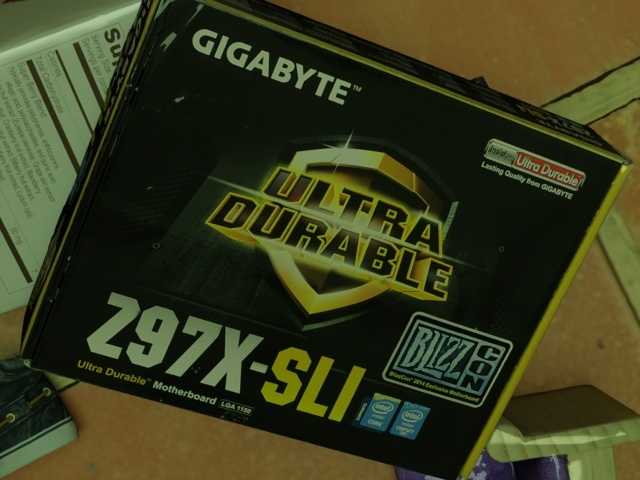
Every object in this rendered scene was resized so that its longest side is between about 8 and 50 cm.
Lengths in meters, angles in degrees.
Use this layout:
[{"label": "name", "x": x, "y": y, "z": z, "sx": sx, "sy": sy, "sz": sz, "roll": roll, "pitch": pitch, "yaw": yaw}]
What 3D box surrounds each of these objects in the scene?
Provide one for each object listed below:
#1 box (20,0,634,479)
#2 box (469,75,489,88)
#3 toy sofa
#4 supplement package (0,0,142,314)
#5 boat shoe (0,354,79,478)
[{"label": "box", "x": 0.000, "y": 0.000, "z": 0.791, "sx": 0.322, "sy": 0.079, "sz": 0.257, "roll": 19, "pitch": 110, "yaw": -19}, {"label": "box", "x": 0.065, "y": -0.009, "z": 0.930, "sx": 0.207, "sy": 0.108, "sz": 0.153, "roll": -31, "pitch": 93, "yaw": 1}, {"label": "toy sofa", "x": 0.164, "y": 0.301, "z": 0.931, "sx": 0.177, "sy": 0.150, "sz": 0.362, "roll": -8, "pitch": 94, "yaw": -2}, {"label": "supplement package", "x": -0.169, "y": -0.087, "z": 0.861, "sx": 0.293, "sy": 0.177, "sz": 0.175, "roll": -21, "pitch": 116, "yaw": -1}, {"label": "boat shoe", "x": -0.269, "y": 0.147, "z": 0.911, "sx": 0.065, "sy": 0.183, "sz": 0.083, "roll": -28, "pitch": 88, "yaw": 38}]
